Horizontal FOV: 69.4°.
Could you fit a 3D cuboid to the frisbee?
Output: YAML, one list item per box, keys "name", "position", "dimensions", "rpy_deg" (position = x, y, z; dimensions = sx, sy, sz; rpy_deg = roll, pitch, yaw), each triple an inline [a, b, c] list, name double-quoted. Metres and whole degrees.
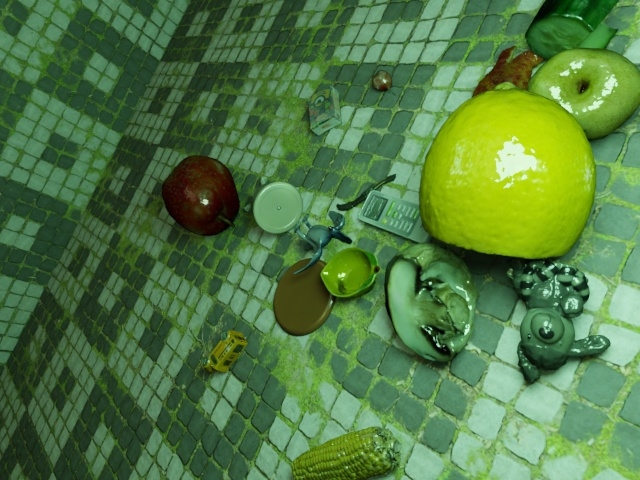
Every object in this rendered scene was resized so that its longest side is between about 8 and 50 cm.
- name: "frisbee"
  position: [-0.055, 0.172, 1.441]
  dimensions: [0.250, 0.021, 0.251]
  rpy_deg: [-18, 58, 32]

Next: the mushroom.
- name: "mushroom"
  position: [0.267, 0.133, 1.094]
  dimensions: [0.189, 0.164, 0.267]
  rpy_deg: [-31, 86, 55]

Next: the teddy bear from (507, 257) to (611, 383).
- name: "teddy bear"
  position: [0.475, 0.155, 0.924]
  dimensions: [0.171, 0.144, 0.251]
  rpy_deg: [-6, 68, 22]

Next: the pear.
- name: "pear"
  position: [0.577, -0.317, 1.019]
  dimensions: [0.228, 0.211, 0.189]
  rpy_deg: [18, 101, 31]

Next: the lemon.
- name: "lemon"
  position: [0.383, -0.147, 0.958]
  dimensions: [0.364, 0.364, 0.365]
  rpy_deg: [-18, 60, 33]

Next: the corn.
- name: "corn"
  position: [0.055, 0.530, 1.121]
  dimensions: [0.317, 0.115, 0.115]
  rpy_deg: [-30, 53, 26]

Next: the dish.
- name: "dish"
  position: [0.100, 0.100, 1.302]
  dimensions: [0.207, 0.080, 0.149]
  rpy_deg: [-4, 64, 40]

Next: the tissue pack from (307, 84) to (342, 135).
- name: "tissue pack"
  position: [0.016, -0.462, 1.647]
  dimensions: [0.108, 0.060, 0.148]
  rpy_deg: [-23, 58, 31]

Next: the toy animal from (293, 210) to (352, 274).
- name: "toy animal"
  position: [0.000, 0.000, 1.391]
  dimensions: [0.176, 0.255, 0.239]
  rpy_deg: [35, 72, 8]

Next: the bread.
- name: "bread"
  position: [0.484, -0.411, 1.210]
  dimensions: [0.139, 0.095, 0.269]
  rpy_deg: [24, 82, 36]

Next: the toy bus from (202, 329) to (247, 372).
- name: "toy bus"
  position: [-0.316, 0.378, 1.529]
  dimensions: [0.162, 0.069, 0.074]
  rpy_deg: [-53, 49, 6]

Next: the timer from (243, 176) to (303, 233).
- name: "timer"
  position: [-0.189, -0.142, 1.632]
  dimensions: [0.175, 0.175, 0.266]
  rpy_deg: [-59, 30, 2]

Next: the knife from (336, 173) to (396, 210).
- name: "knife"
  position: [0.139, -0.143, 1.423]
  dimensions: [0.222, 0.021, 0.046]
  rpy_deg: [-28, 52, 29]

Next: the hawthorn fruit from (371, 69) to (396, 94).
- name: "hawthorn fruit"
  position: [0.210, -0.507, 1.510]
  dimensions: [0.066, 0.066, 0.103]
  rpy_deg: [-37, 66, 21]

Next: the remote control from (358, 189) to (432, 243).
- name: "remote control"
  position: [0.220, -0.068, 1.311]
  dimensions: [0.250, 0.034, 0.103]
  rpy_deg: [26, 88, 44]

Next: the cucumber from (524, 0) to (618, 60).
- name: "cucumber"
  position: [0.596, -0.521, 1.096]
  dimensions: [0.191, 0.191, 0.130]
  rpy_deg: [31, 92, 44]

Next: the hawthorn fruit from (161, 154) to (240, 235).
- name: "hawthorn fruit"
  position: [-0.425, -0.152, 1.742]
  dimensions: [0.369, 0.284, 0.285]
  rpy_deg: [41, 98, 34]
